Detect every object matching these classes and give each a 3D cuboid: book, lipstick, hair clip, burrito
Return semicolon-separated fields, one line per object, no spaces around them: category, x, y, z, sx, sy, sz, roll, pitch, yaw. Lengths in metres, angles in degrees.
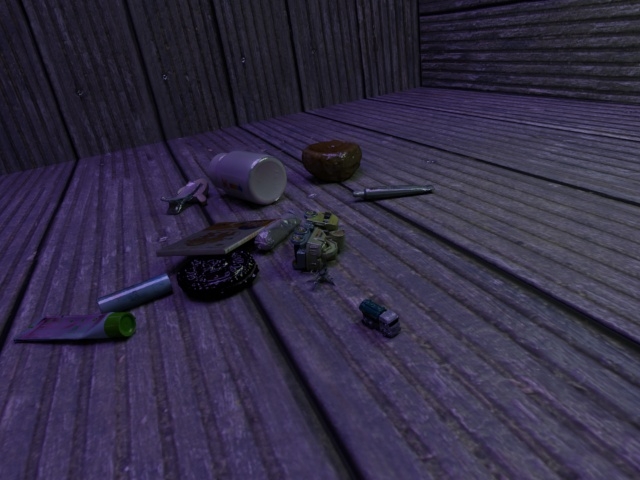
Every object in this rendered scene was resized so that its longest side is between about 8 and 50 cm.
book;-0.270;-0.010;1.233;0.207;0.020;0.295;-2;16;21
lipstick;-0.422;0.124;1.033;0.157;0.048;0.048;-22;28;-25
hair clip;-0.475;-0.166;1.650;0.159;0.071;0.218;8;35;21
burrito;-0.116;-0.028;1.248;0.064;0.064;0.203;4;26;25

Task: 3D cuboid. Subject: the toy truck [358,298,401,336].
toy truck;0.108;0.140;0.829;0.039;0.044;0.083;-27;30;-28

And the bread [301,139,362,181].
bread;0.046;-0.296;1.693;0.229;0.123;0.230;-2;25;1

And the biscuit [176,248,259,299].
biscuit;-0.243;0.075;1.073;0.194;0.053;0.194;-7;26;3

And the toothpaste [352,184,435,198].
toothpaste;0.230;-0.157;1.433;0.255;0.037;0.067;-6;19;-1

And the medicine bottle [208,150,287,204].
medicine bottle;-0.266;-0.229;1.593;0.170;0.170;0.293;-28;31;-36

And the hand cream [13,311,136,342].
hand cream;-0.519;0.183;0.956;0.275;0.050;0.079;-6;-1;18

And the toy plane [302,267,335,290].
toy plane;0.001;0.081;1.013;0.077;0.024;0.084;20;33;15

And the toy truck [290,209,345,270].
toy truck;0.000;0.000;1.117;0.116;0.085;0.191;7;31;11
